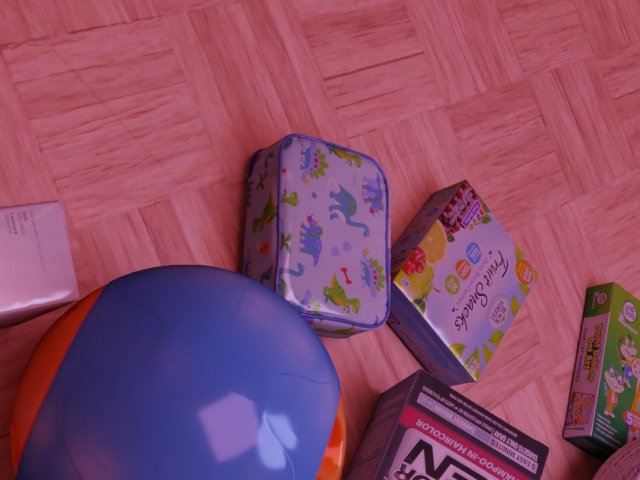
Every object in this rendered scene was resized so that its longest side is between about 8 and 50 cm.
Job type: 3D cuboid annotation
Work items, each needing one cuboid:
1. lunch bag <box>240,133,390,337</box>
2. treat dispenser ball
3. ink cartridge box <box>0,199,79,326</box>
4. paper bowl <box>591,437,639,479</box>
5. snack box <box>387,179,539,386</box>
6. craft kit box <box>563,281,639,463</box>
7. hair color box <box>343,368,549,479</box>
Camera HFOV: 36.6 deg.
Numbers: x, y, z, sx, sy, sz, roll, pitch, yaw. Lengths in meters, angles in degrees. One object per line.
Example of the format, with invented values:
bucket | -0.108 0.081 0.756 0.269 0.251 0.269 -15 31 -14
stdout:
lunch bag | 0.000 0.000 1.110 0.176 0.090 0.219 12 70 -34
treat dispenser ball | -0.120 0.164 0.840 0.288 0.288 0.288 12 70 -35
ink cartridge box | -0.333 0.038 0.795 0.219 0.160 0.093 -10 85 -39
paper bowl | 0.466 0.399 1.285 0.284 0.148 0.284 0 89 -18
snack box | 0.172 0.054 1.241 0.174 0.070 0.207 51 54 -14
craft kit box | 0.477 0.227 1.440 0.249 0.061 0.247 32 57 -27
hair color box | 0.096 0.350 1.040 0.185 0.113 0.375 32 58 -7
